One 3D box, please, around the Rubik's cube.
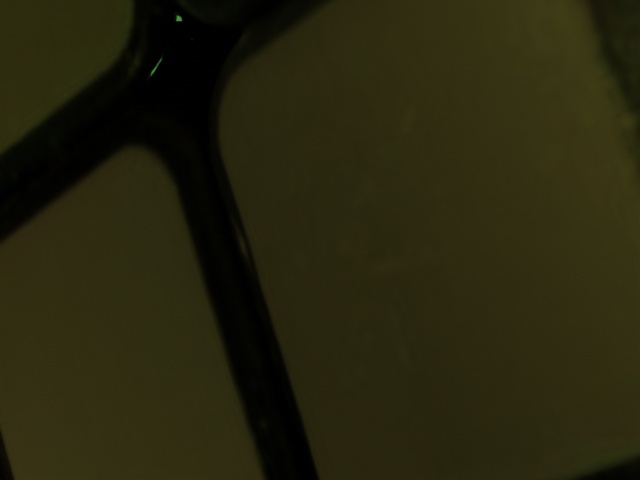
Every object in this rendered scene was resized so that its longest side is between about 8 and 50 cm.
[{"bbox_3d":[0.076,-0.059,0.564,0.318,0.313,0.316,-8,165,-40],"label":"Rubik's cube"}]
